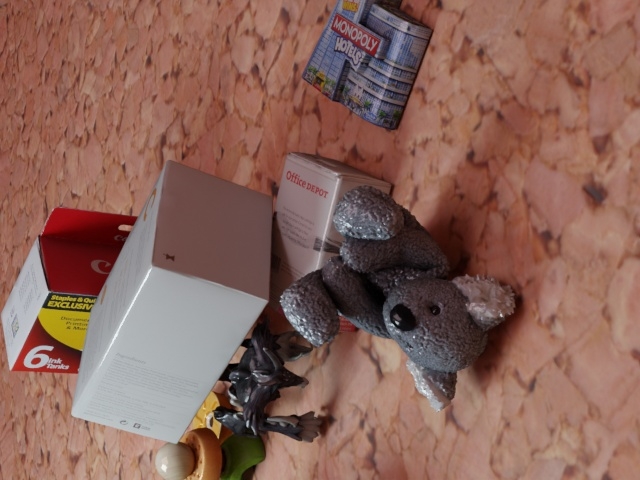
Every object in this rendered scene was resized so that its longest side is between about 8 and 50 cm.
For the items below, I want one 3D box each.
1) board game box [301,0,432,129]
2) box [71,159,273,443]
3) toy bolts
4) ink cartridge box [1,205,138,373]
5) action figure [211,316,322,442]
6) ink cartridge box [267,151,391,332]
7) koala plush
[{"bbox_3d":[0.066,-0.277,1.563,0.194,0.060,0.194,45,122,52],"label":"board game box"},{"bbox_3d":[-0.213,0.095,1.638,0.215,0.168,0.345,-90,26,-46],"label":"box"},{"bbox_3d":[-0.222,0.359,1.801,0.218,0.158,0.228,52,127,49],"label":"toy bolts"},{"bbox_3d":[-0.334,0.094,1.890,0.272,0.309,0.130,-57,40,36],"label":"ink cartridge box"},{"bbox_3d":[-0.070,0.203,1.614,0.276,0.141,0.164,140,133,-68],"label":"action figure"},{"bbox_3d":[0.000,0.000,1.582,0.158,0.092,0.218,30,111,57],"label":"ink cartridge box"},{"bbox_3d":[0.113,0.073,1.345,0.221,0.203,0.196,38,105,31],"label":"koala plush"}]
